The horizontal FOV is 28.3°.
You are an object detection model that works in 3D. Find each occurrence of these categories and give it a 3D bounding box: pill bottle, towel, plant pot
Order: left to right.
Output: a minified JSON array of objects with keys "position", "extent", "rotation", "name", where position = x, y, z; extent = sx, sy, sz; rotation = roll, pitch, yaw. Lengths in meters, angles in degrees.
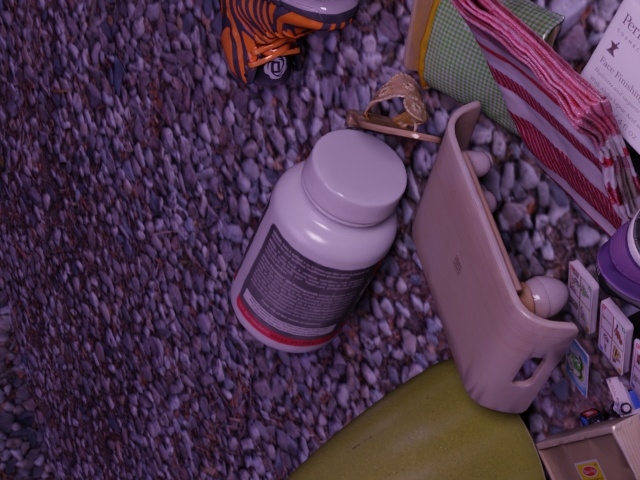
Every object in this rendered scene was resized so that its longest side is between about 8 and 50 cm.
[{"position":[0.000,0.000,1.725],"extent":[0.176,0.176,0.318],"rotation":[55,143,23],"name":"pill bottle"},{"position":[0.090,0.329,1.621],"extent":[0.275,0.293,0.275],"rotation":[42,142,46],"name":"plant pot"},{"position":[0.240,-0.105,1.274],"extent":[0.237,0.037,0.329],"rotation":[53,-179,39],"name":"towel"}]

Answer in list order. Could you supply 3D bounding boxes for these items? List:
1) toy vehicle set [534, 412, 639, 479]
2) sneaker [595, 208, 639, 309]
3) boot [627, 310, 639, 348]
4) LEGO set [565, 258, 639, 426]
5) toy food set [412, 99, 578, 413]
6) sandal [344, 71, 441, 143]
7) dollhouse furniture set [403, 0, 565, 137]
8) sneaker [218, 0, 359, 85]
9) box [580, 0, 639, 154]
[{"position":[0.334,0.290,1.438],"extent":[0.166,0.035,0.267],"rotation":[65,167,8],"name":"toy vehicle set"},{"position":[0.398,0.066,1.215],"extent":[0.283,0.107,0.124],"rotation":[33,152,-1],"name":"sneaker"},{"position":[0.394,0.177,1.357],"extent":[0.198,0.077,0.137],"rotation":[41,141,38],"name":"boot"},{"position":[0.337,0.157,1.406],"extent":[0.182,0.060,0.244],"rotation":[-122,17,-45],"name":"LEGO set"},{"position":[0.201,0.023,1.478],"extent":[0.220,0.092,0.306],"rotation":[105,152,-58],"name":"toy food set"},{"position":[0.088,-0.171,1.579],"extent":[0.240,0.088,0.079],"rotation":[-154,75,-72],"name":"sandal"},{"position":[0.150,-0.266,1.413],"extent":[0.197,0.151,0.302],"rotation":[39,134,38],"name":"dollhouse furniture set"},{"position":[-0.041,-0.290,1.717],"extent":[0.321,0.124,0.180],"rotation":[38,139,54],"name":"sneaker"},{"position":[0.365,-0.140,1.146],"extent":[0.181,0.182,0.119],"rotation":[52,142,27],"name":"box"}]
